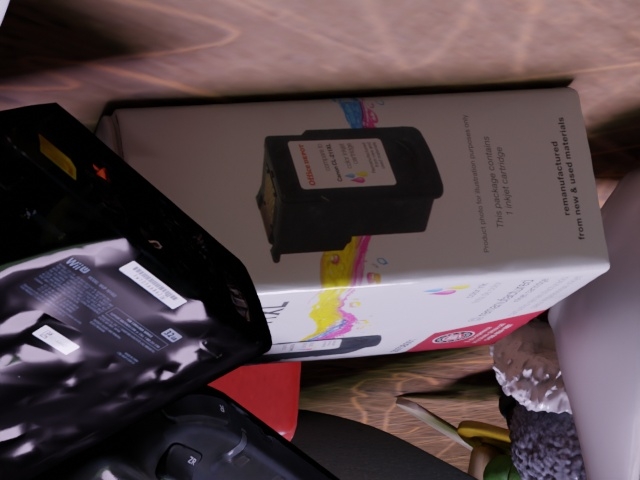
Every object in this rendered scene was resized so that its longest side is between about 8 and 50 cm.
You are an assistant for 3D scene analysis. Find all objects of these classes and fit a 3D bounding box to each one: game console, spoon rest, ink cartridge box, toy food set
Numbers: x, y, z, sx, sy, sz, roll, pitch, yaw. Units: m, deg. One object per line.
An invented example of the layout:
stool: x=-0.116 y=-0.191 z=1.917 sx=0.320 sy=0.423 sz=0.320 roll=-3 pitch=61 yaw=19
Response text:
game console: x=-0.090 y=0.091 z=0.617 sx=0.213 sy=0.044 sz=0.361 roll=-28 pitch=145 yaw=12
spoon rest: x=0.115 y=0.077 z=0.730 sx=0.084 sy=0.276 sz=0.137 roll=31 pitch=-178 yaw=14
ink cartridge box: x=0.000 y=0.000 z=0.664 sx=0.175 sy=0.072 sz=0.127 roll=-4 pitch=165 yaw=-16
toy food set: x=0.149 y=0.185 z=1.241 sx=0.218 sy=0.071 sz=0.128 roll=11 pitch=161 yaw=49

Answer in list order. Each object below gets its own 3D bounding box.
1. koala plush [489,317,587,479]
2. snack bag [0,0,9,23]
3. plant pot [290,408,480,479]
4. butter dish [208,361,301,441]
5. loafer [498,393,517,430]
koala plush: x=0.193 y=0.139 z=1.029 sx=0.203 sy=0.221 sz=0.196 roll=-42 pitch=136 yaw=-13
snack bag: x=-0.270 y=0.024 z=0.384 sx=0.342 sy=0.037 sz=0.323 roll=7 pitch=137 yaw=-26
plant pot: x=-0.059 y=0.224 z=1.112 sx=0.248 sy=0.247 sz=0.252 roll=5 pitch=-161 yaw=-43
butter dish: x=-0.081 y=0.093 z=0.887 sx=0.160 sy=0.118 sz=0.160 roll=-16 pitch=164 yaw=30
loafer: x=0.198 y=0.137 z=1.268 sx=0.109 sy=0.095 sz=0.302 roll=-6 pitch=166 yaw=-8
